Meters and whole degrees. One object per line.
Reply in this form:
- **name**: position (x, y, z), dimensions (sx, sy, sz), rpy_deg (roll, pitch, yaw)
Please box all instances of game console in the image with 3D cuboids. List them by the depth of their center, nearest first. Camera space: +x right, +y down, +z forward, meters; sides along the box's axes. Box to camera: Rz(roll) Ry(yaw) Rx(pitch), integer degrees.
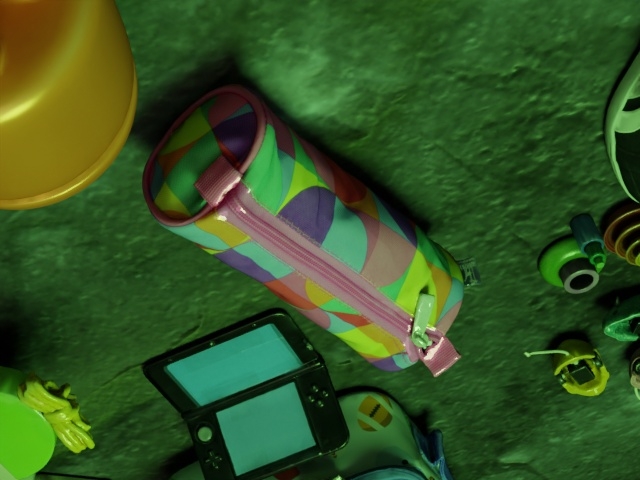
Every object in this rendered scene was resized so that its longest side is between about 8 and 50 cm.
- **game console**: position (-0.055, 0.125, 0.871), dimensions (0.122, 0.107, 0.071), rpy_deg (-23, 166, 12)

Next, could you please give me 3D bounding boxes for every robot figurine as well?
- **robot figurine**: position (-0.152, -0.089, 0.540), dimensions (0.128, 0.158, 0.219), rpy_deg (-12, 168, -4)

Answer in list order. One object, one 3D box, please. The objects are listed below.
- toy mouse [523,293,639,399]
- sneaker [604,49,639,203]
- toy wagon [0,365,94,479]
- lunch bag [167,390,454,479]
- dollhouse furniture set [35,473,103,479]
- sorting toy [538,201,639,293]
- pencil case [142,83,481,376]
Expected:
- **toy mouse**: position (0.257, 0.079, 0.923), dimensions (0.143, 0.031, 0.161), rpy_deg (-32, 135, 21)
- **sneaker**: position (0.232, -0.068, 0.688), dimensions (0.079, 0.121, 0.217), rpy_deg (-7, 138, -5)
- **toy wagon**: position (-0.307, 0.171, 0.818), dimensions (0.344, 0.068, 0.267), rpy_deg (-27, 120, 15)
- **lunch bag**: position (0.018, 0.259, 1.005), dimensions (0.243, 0.115, 0.303), rpy_deg (-23, 138, 9)
- **dollhouse furniture set**: position (-0.254, 0.319, 1.019), dimensions (0.262, 0.135, 0.259), rpy_deg (12, 144, -25)
- **sorting toy**: position (0.205, 0.012, 0.828), dimensions (0.102, 0.042, 0.061), rpy_deg (-36, 133, 24)
- **pencil case**: position (0.000, 0.000, 0.725), dimensions (0.104, 0.104, 0.236), rpy_deg (-35, 133, 23)
